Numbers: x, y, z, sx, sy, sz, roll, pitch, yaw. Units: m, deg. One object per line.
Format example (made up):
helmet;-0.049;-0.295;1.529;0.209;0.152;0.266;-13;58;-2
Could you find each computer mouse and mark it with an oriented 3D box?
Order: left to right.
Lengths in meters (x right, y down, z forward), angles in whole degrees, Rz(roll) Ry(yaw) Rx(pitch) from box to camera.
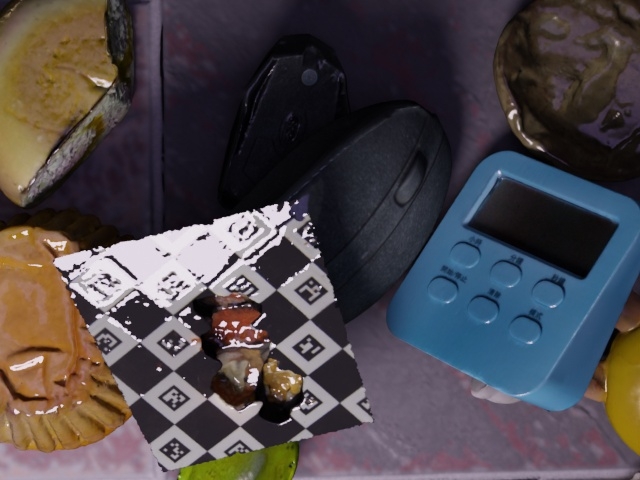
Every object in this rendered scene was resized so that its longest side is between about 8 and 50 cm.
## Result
computer mouse;-0.044;-0.119;1.805;0.126;0.071;0.231;9;106;-21
computer mouse;0.002;0.003;1.765;0.374;0.114;0.203;-41;128;2

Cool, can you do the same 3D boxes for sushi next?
sushi;-0.099;0.092;1.694;0.264;0.050;0.290;-15;120;10

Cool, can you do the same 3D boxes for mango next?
mango;-0.096;0.258;1.812;0.119;0.100;0.178;41;98;30

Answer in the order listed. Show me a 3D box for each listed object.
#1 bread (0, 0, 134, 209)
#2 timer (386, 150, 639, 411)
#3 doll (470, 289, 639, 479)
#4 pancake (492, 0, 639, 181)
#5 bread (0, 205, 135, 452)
bread;-0.287;-0.177;1.740;0.156;0.158;0.260;40;89;3
timer;0.216;0.034;1.767;0.091;0.232;0.250;26;89;-50
doll;0.385;0.170;1.837;0.348;0.161;0.423;-35;97;15
pancake;0.310;-0.183;1.853;0.242;0.050;0.242;1;88;-13
bread;-0.299;0.099;1.753;0.274;0.149;0.274;0;91;0
